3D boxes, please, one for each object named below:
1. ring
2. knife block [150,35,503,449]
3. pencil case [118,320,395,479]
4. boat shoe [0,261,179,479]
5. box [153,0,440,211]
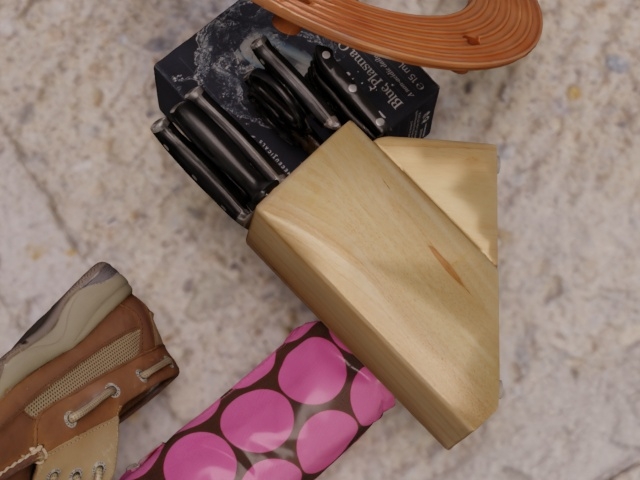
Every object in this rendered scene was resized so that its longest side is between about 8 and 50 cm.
[{"bbox_3d":[0.011,-0.222,1.326,0.336,0.032,0.337,20,33,-13],"label":"ring"},{"bbox_3d":[0.000,0.000,1.225,0.242,0.088,0.276,2,75,-6],"label":"knife block"},{"bbox_3d":[-0.049,0.146,1.267,0.209,0.095,0.098,-39,66,-16],"label":"pencil case"},{"bbox_3d":[-0.189,0.134,1.188,0.116,0.123,0.324,45,39,-4],"label":"boat shoe"},{"bbox_3d":[-0.019,-0.109,1.351,0.158,0.093,0.156,-39,77,-13],"label":"box"}]
